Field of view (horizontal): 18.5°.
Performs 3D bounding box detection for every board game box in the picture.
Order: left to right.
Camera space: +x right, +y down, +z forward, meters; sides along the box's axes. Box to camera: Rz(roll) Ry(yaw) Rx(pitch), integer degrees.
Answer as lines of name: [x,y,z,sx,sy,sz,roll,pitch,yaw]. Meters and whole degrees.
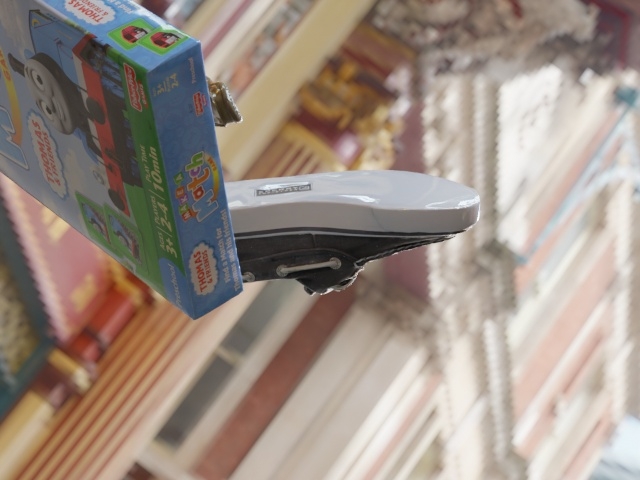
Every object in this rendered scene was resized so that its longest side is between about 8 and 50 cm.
board game box: [-0.128,-0.072,1.021,0.211,0.039,0.160,35,-34,39]

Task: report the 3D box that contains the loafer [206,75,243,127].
loafer: [-0.134,-0.159,2.328,0.056,0.050,0.148,62,-11,-19]

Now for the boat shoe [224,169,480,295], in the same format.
boat shoe: [0.000,0.000,1.836,0.301,0.108,0.102,-4,-69,3]
